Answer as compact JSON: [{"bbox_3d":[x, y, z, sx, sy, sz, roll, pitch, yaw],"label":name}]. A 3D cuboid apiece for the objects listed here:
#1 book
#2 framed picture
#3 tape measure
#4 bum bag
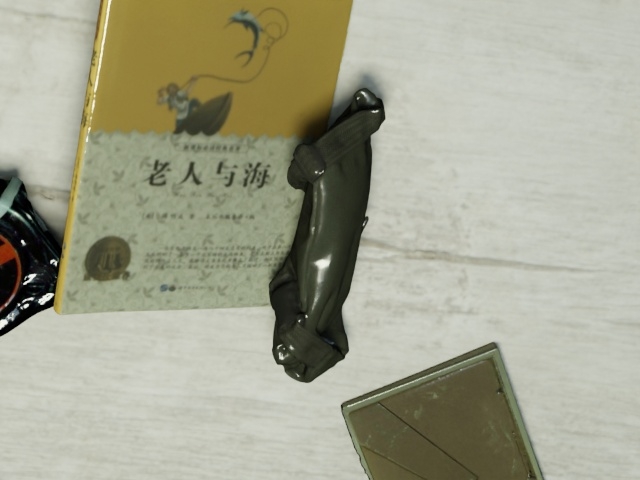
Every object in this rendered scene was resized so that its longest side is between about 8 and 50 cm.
[{"bbox_3d":[-0.115,-0.104,1.621,0.269,0.032,0.389,-2,115,-30],"label":"book"},{"bbox_3d":[0.151,0.261,1.862,0.192,0.018,0.265,-21,114,0],"label":"framed picture"},{"bbox_3d":[-0.356,0.017,1.634,0.182,0.107,0.181,-27,117,-3],"label":"tape measure"},{"bbox_3d":[0.000,0.000,1.672,0.080,0.142,0.326,19,111,24],"label":"bum bag"}]
